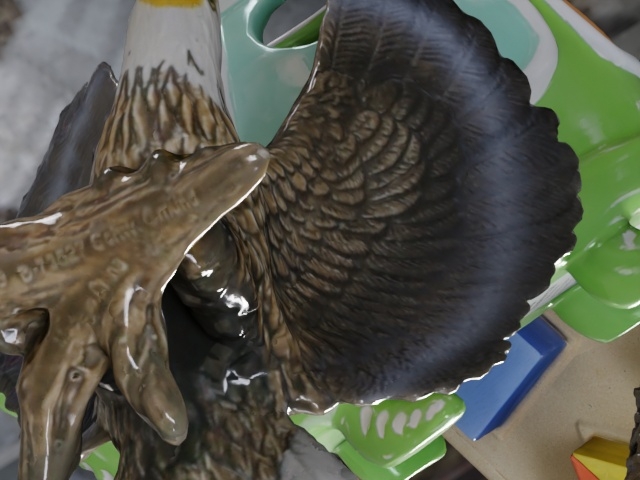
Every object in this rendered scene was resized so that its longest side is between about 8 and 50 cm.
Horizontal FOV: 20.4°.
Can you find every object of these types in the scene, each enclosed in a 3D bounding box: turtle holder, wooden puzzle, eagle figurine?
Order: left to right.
[{"bbox_3d":[-0.041,-0.004,0.623,0.226,0.225,0.298,32,9,9],"label":"eagle figurine"},{"bbox_3d":[0.011,-0.004,0.863,0.227,0.320,0.243,56,19,10],"label":"turtle holder"},{"bbox_3d":[0.216,0.085,1.288,0.348,0.322,0.080,45,30,21],"label":"wooden puzzle"}]

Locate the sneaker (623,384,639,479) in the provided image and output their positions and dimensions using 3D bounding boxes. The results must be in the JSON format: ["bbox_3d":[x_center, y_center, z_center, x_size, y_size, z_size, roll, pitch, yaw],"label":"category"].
[{"bbox_3d":[0.206,0.097,1.035,0.071,0.188,0.066,36,-18,2],"label":"sneaker"}]
